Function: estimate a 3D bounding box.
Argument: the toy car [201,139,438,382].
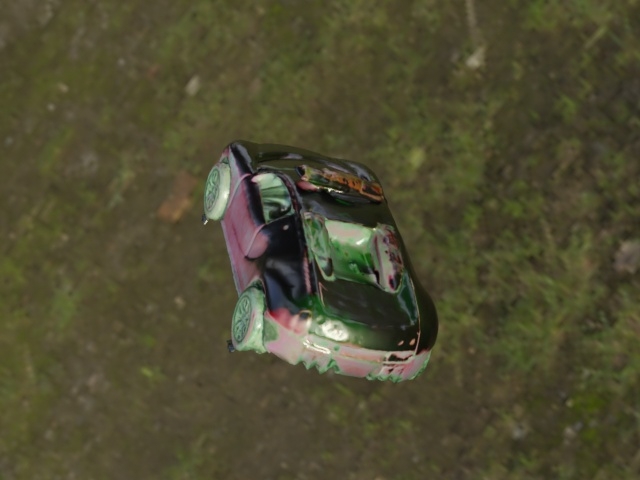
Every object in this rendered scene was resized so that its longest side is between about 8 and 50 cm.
[{"bbox_3d":[0.000,0.000,0.587,0.142,0.069,0.055,-109,35,-55],"label":"toy car"}]
